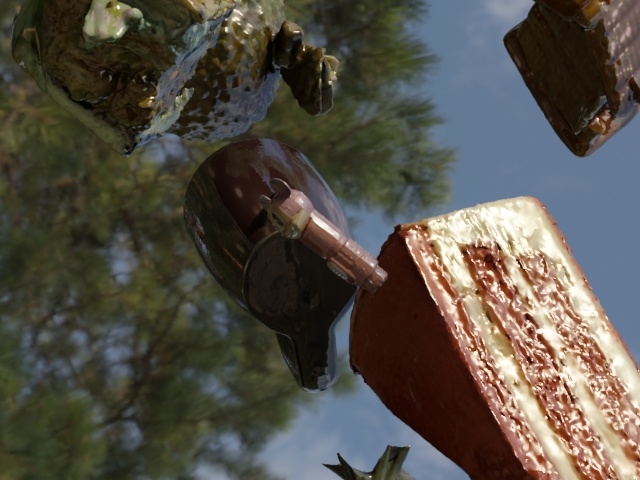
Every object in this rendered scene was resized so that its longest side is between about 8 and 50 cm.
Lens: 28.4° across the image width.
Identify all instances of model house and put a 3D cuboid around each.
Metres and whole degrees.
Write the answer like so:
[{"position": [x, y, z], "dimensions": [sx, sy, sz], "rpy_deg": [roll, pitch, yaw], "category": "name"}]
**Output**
[{"position": [0.318, -0.247, 1.382], "dimensions": [0.219, 0.199, 0.229], "rpy_deg": [52, -17, 10], "category": "model house"}]

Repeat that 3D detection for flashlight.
[{"position": [0.000, 0.000, 0.908], "dimensions": [0.110, 0.031, 0.052], "rpy_deg": [39, -27, -1], "category": "flashlight"}]

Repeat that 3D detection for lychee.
[{"position": [-0.150, -0.251, 1.613], "dimensions": [0.320, 0.270, 0.269], "rpy_deg": [-16, -86, 22], "category": "lychee"}]

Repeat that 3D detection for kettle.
[{"position": [-0.040, 0.025, 1.161], "dimensions": [0.232, 0.144, 0.202], "rpy_deg": [-123, -152, -67], "category": "kettle"}]

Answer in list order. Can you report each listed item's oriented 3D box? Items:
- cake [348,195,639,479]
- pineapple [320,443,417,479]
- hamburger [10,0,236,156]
[{"position": [0.155, 0.075, 0.939], "dimensions": [0.262, 0.158, 0.159], "rpy_deg": [36, -47, 47], "category": "cake"}, {"position": [0.067, 0.360, 1.379], "dimensions": [0.119, 0.130, 0.277], "rpy_deg": [-41, -139, 44], "category": "pineapple"}, {"position": [-0.186, -0.200, 1.162], "dimensions": [0.192, 0.288, 0.167], "rpy_deg": [39, -79, -7], "category": "hamburger"}]
